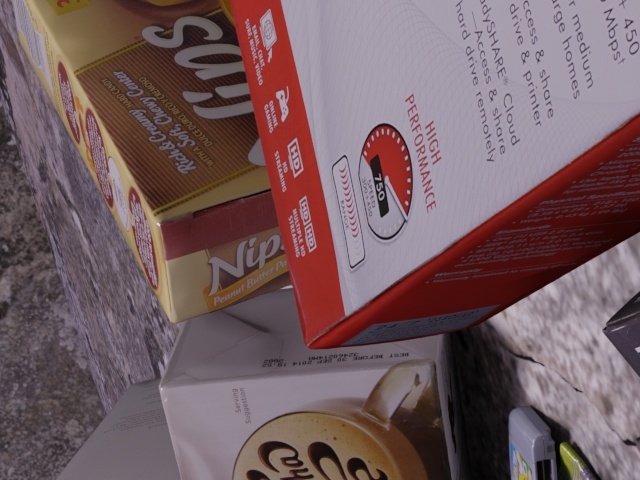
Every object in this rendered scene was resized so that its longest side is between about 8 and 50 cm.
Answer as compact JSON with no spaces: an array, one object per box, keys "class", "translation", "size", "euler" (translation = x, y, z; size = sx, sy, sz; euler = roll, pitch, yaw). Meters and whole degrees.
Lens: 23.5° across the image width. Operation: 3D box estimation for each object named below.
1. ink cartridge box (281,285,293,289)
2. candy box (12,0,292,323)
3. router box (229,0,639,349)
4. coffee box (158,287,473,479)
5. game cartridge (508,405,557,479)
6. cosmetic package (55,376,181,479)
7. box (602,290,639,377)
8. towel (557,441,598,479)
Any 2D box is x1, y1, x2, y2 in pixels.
[{"class":"ink cartridge box","translation":[0.000,0.000,1.084],"size":[0.181,0.062,0.104],"euler":[-125,24,-44]},{"class":"candy box","translation":[-0.069,-0.102,0.988],"size":[0.087,0.183,0.316],"euler":[88,157,-44]},{"class":"router box","translation":[0.052,-0.166,0.523],"size":[0.301,0.082,0.335],"euler":[-41,58,59]},{"class":"coffee box","translation":[0.015,0.184,0.994],"size":[0.119,0.168,0.297],"euler":[-76,-22,-63]},{"class":"game cartridge","translation":[0.124,0.141,0.891],"size":[0.056,0.017,0.083],"euler":[-113,16,-76]},{"class":"cosmetic package","translation":[-0.104,0.251,1.269],"size":[0.385,0.156,0.217],"euler":[-71,-33,-77]},{"class":"box","translation":[0.199,0.060,0.431],"size":[0.183,0.056,0.231],"euler":[50,162,2]},{"class":"towel","translation":[0.152,0.158,0.855],"size":[0.060,0.009,0.083],"euler":[93,153,-52]}]
